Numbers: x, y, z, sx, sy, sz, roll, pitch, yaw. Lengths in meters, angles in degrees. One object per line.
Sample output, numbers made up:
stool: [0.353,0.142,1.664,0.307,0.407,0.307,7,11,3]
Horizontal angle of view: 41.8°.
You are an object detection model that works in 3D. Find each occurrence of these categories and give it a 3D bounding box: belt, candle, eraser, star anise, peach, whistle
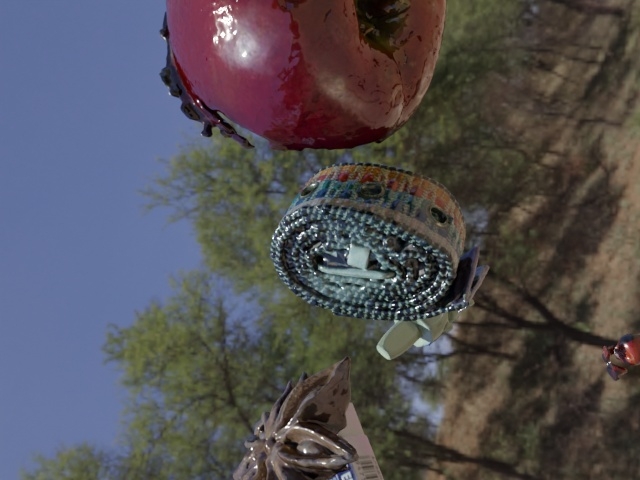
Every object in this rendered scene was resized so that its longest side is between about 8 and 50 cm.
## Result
belt: [0.085,-0.005,1.225,0.160,0.294,0.207,-58,-37,-49]
candle: [0.539,0.104,1.177,0.048,0.329,0.051,56,163,39]
eraser: [0.047,0.447,1.514,0.086,0.130,0.287,10,-130,-47]
star anise: [-0.044,0.319,1.228,0.350,0.109,0.292,-54,12,13]
peach: [-0.031,-0.301,1.097,0.338,0.416,0.353,-9,-77,-32]
whistle: [0.193,0.139,1.552,0.244,0.110,0.092,-40,-18,-30]
